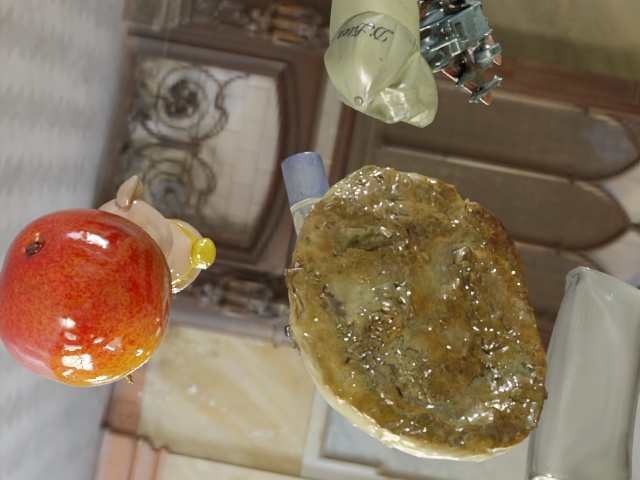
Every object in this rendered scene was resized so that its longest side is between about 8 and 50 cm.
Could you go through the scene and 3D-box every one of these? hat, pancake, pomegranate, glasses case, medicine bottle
[{"bbox_3d":[0.064,-0.201,1.155,0.081,0.122,0.166,-49,141,-71],"label":"hat"},{"bbox_3d":[0.113,0.074,1.221,0.065,0.356,0.356,-38,-147,50],"label":"pancake"},{"bbox_3d":[-0.284,0.080,1.359,0.256,0.221,0.221,72,23,-50],"label":"pomegranate"},{"bbox_3d":[0.338,0.182,1.354,0.083,0.128,0.308,87,20,-55],"label":"glasses case"},{"bbox_3d":[0.000,0.000,1.427,0.059,0.059,0.230,94,-17,-74],"label":"medicine bottle"}]

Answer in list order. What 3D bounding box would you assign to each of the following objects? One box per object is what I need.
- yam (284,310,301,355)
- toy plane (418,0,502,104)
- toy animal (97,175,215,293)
[{"bbox_3d":[0.027,0.083,1.285,0.127,0.084,0.084,-23,132,-46],"label":"yam"},{"bbox_3d":[0.159,-0.261,1.416,0.223,0.104,0.326,64,28,-10],"label":"toy plane"},{"bbox_3d":[-0.275,0.014,1.778,0.248,0.165,0.149,37,17,-50],"label":"toy animal"}]
